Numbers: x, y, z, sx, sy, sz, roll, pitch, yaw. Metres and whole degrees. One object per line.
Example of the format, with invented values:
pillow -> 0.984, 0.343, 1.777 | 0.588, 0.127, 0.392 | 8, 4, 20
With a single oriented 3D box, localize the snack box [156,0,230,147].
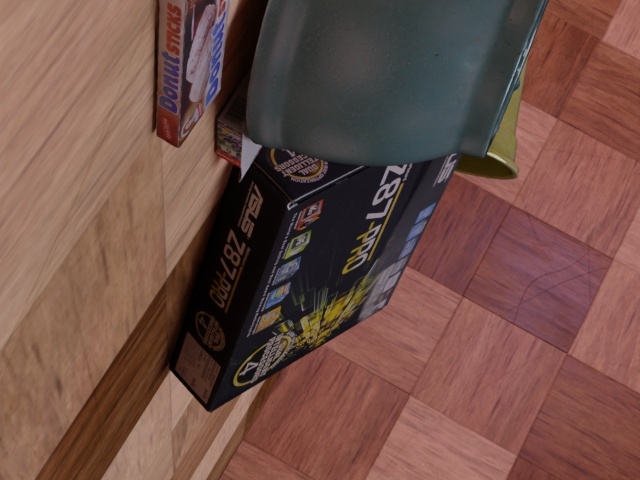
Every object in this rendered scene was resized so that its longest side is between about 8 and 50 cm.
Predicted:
snack box -> -0.086, -0.133, 0.801 | 0.064, 0.022, 0.178 | -60, 174, -26

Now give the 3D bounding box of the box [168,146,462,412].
box -> 0.000, 0.000, 1.389 | 0.318, 0.097, 0.395 | -30, 155, -38

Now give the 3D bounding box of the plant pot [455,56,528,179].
plant pot -> 0.214, -0.257, 1.852 | 0.276, 0.276, 0.254 | 58, 51, -84

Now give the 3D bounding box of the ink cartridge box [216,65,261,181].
ink cartridge box -> -0.069, -0.103, 1.080 | 0.063, 0.029, 0.115 | -60, 175, -20

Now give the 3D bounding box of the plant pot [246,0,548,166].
plant pot -> 0.084, -0.184, 1.019 | 0.293, 0.196, 0.293 | 22, 90, -83
